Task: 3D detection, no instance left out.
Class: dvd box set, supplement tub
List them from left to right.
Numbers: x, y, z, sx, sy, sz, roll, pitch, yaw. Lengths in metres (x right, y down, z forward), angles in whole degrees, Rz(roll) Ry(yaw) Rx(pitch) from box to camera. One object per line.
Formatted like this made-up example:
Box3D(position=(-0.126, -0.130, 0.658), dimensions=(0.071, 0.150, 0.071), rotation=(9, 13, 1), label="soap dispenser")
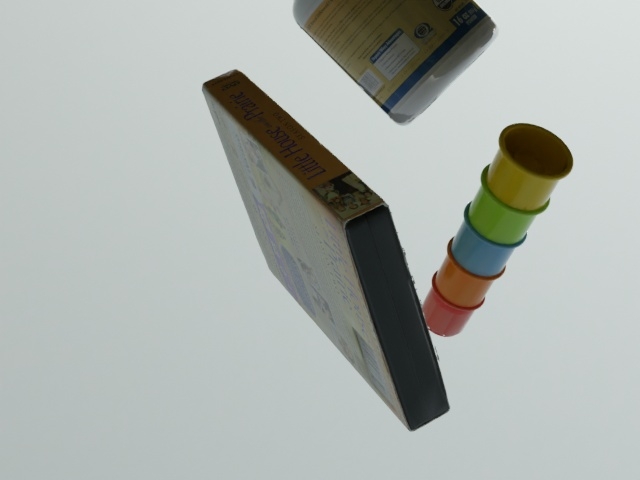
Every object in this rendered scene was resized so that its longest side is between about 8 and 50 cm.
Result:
Box3D(position=(0.000, 0.000, 1.776), dimensions=(0.062, 0.308, 0.420), rotation=(-27, -146, -12), label="dvd box set")
Box3D(position=(0.064, -0.230, 1.491), dimensions=(0.200, 0.144, 0.144), rotation=(45, -145, 0), label="supplement tub")

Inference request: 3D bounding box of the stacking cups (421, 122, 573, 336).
Box3D(position=(0.211, 0.002, 1.838), dimensions=(0.096, 0.316, 0.096), rotation=(11, -137, -10), label="stacking cups")
